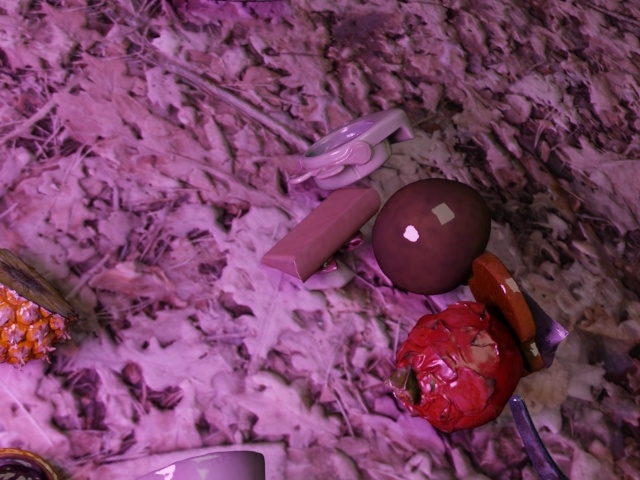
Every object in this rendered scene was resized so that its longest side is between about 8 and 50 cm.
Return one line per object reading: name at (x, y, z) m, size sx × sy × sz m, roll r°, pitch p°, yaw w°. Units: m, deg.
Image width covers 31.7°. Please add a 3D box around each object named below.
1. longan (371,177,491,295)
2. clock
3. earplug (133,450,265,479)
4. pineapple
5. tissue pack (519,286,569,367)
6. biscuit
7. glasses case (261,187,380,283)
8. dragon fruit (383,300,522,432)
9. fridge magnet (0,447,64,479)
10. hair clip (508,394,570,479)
longan at (0.174, -0.001, 1.684) m, size 0.204 × 0.185 × 0.159 m, roll 44°, pitch 6°, yaw -36°
clock at (0.042, -0.132, 1.736) m, size 0.191 × 0.151 × 0.062 m, roll -40°, pitch 110°, yaw -36°
earplug at (-0.106, 0.404, 1.253) m, size 0.172 × 0.172 × 0.301 m, roll -4°, pitch 64°, yaw -30°
pineapple at (-0.396, 0.099, 1.361) m, size 0.176 × 0.137 × 0.161 m, roll 37°, pitch 4°, yaw -6°
tissue pack at (0.310, 0.120, 1.668) m, size 0.026 × 0.193 × 0.122 m, roll -34°, pitch 72°, yaw -6°
biscuit at (0.267, 0.106, 1.616) m, size 0.039 × 0.236 × 0.179 m, roll -28°, pitch 58°, yaw -5°
glasses case at (0.000, 0.000, 1.664) m, size 0.193 × 0.102 × 0.070 m, roll -43°, pitch 119°, yaw -32°
dragon fruit at (0.191, 0.174, 1.562) m, size 0.172 × 0.172 × 0.209 m, roll 42°, pitch 56°, yaw 7°
fridge magnet at (-0.350, 0.296, 1.263) m, size 0.143 × 0.063 × 0.143 m, roll 12°, pitch 50°, yaw -15°
hair clip at (0.317, 0.305, 1.549) m, size 0.229 × 0.039 × 0.070 m, roll 56°, pitch 44°, yaw -23°
